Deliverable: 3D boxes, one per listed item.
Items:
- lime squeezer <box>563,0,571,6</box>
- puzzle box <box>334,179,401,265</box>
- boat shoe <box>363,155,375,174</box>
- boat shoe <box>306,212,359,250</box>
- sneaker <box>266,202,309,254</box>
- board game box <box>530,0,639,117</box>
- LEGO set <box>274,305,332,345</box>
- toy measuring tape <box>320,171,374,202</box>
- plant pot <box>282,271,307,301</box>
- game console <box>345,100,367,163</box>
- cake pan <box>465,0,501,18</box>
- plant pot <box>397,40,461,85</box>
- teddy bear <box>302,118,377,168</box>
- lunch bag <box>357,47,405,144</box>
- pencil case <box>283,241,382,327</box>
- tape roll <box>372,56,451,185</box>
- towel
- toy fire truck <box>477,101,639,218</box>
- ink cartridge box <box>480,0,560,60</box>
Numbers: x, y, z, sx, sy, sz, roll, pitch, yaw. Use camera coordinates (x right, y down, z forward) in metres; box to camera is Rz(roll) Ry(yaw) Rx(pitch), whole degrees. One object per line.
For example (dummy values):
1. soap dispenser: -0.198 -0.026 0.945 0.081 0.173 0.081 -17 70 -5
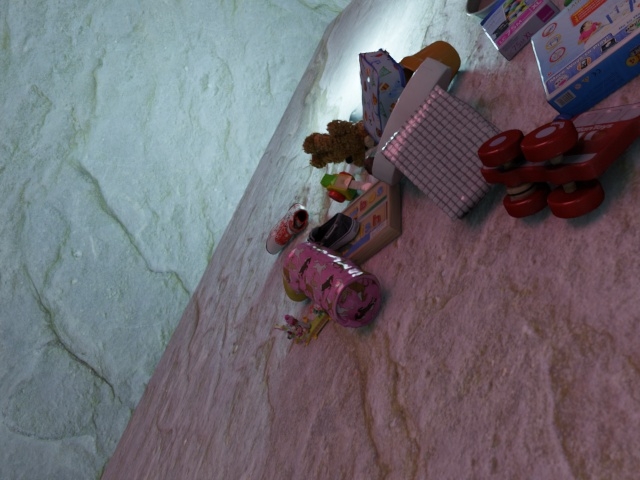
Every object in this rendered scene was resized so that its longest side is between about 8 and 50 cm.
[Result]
1. lime squeezer: 0.750 -0.798 1.475 0.110 0.058 0.311 96 -168 -64
2. puzzle box: 0.116 -0.026 1.782 0.409 0.052 0.272 -41 29 38
3. boat shoe: 0.191 -0.257 1.809 0.073 0.073 0.207 -66 -9 4
4. boat shoe: 0.000 0.000 1.789 0.301 0.102 0.108 -36 34 44
5. sneaker: -0.149 -0.044 2.346 0.270 0.090 0.145 -55 19 2
6. board game box: 0.647 -0.471 1.188 0.308 0.086 0.302 -39 29 41
7. LEGO set: -0.058 0.258 1.720 0.287 0.107 0.132 -36 30 44
8. toy measuring tape: 0.126 -0.190 1.977 0.330 0.121 0.122 18 76 45
9. plant pot: -0.078 0.163 1.889 0.134 0.134 0.095 -94 16 -56
10. game console: 0.244 -0.535 2.215 0.386 0.060 0.342 -39 34 42
11. cake pan: 0.634 -0.899 1.835 0.293 0.054 0.293 -46 24 28
12. plant pot: 0.374 -0.577 1.806 0.188 0.205 0.205 -46 19 -11
13. teddy bear: 0.095 -0.374 2.036 0.113 0.337 0.245 -93 -3 -48
14. lunch bag: 0.207 -0.495 1.790 0.243 0.114 0.304 -112 11 -48
15. pencil case: 0.027 0.125 1.578 0.160 0.167 0.386 -21 22 -22
16. tape roll: 0.277 -0.351 1.586 0.392 0.072 0.392 -56 -13 -20
17. towel: 0.329 -0.215 1.329 0.235 0.284 0.121 -48 -19 10
18. toy fire truck: 0.493 -0.185 1.085 0.253 0.169 0.302 -38 17 -16
19. ink cartridge box: 0.602 -0.699 1.633 0.186 0.065 0.311 -45 24 31
